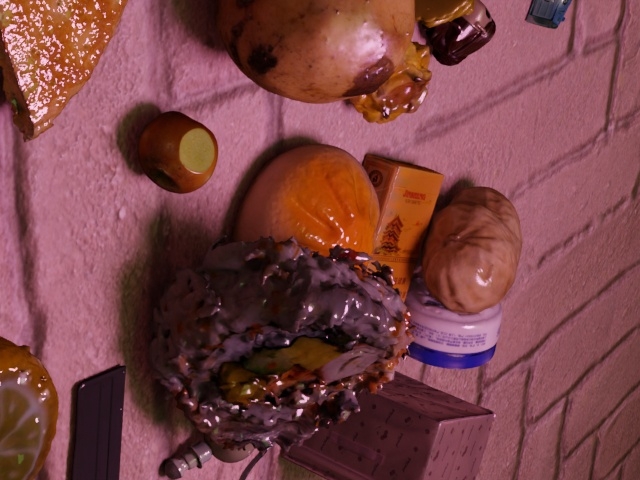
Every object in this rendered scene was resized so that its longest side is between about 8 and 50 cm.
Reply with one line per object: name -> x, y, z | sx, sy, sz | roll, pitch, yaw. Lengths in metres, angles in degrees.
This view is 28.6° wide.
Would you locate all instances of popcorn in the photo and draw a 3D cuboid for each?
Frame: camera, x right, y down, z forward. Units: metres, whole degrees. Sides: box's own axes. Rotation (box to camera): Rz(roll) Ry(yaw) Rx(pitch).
popcorn -> 0.110, -0.270, 2.038 | 0.148, 0.152, 0.167 | -26, 136, -10

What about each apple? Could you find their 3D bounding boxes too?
apple -> -0.195, -0.122, 1.709 | 0.114, 0.099, 0.102 | 43, 61, -29

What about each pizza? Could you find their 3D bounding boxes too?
pizza -> -0.333, -0.299, 1.432 | 0.280, 0.075, 0.288 | -60, 145, -20

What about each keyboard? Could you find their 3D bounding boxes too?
keyboard -> -0.329, 0.368, 1.862 | 0.103, 0.041, 0.381 | -19, 117, -49

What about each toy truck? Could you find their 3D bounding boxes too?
toy truck -> 0.423, -0.467, 2.435 | 0.175, 0.067, 0.081 | 12, 99, -57

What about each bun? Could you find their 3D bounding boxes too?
bun -> 0.000, 0.000, 2.002 | 0.299, 0.165, 0.299 | -31, 133, -41

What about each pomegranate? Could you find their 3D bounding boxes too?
pomegranate -> -0.005, -0.320, 1.706 | 0.281, 0.281, 0.281 | -32, 133, -43

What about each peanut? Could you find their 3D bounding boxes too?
peanut -> 0.284, 0.009, 2.359 | 0.192, 0.169, 0.387 | 54, 23, -9

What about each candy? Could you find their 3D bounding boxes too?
candy -> -0.441, 0.239, 1.550 | 0.260, 0.118, 0.260 | -36, 141, -37

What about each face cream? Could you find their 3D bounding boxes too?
face cream -> 0.243, 0.150, 2.402 | 0.206, 0.206, 0.111 | -22, 126, -49

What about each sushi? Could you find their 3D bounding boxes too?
sushi -> -0.053, 0.149, 1.859 | 0.417, 0.176, 0.417 | -8, 142, -6

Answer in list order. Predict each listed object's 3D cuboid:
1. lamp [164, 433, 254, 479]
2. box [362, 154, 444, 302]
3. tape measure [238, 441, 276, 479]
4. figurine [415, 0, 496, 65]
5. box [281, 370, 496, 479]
lamp -> -0.180, 0.334, 2.021 | 0.163, 0.091, 0.091 | -28, 133, -23
box -> 0.114, -0.007, 2.246 | 0.174, 0.076, 0.274 | 4, 105, -58
tape measure -> -0.111, 0.450, 2.171 | 0.164, 0.084, 0.330 | 28, 86, -60
figurine -> 0.217, -0.404, 2.100 | 0.315, 0.187, 0.168 | 22, 85, -66
box -> 0.126, 0.351, 2.264 | 0.225, 0.297, 0.190 | 5, 105, -56
